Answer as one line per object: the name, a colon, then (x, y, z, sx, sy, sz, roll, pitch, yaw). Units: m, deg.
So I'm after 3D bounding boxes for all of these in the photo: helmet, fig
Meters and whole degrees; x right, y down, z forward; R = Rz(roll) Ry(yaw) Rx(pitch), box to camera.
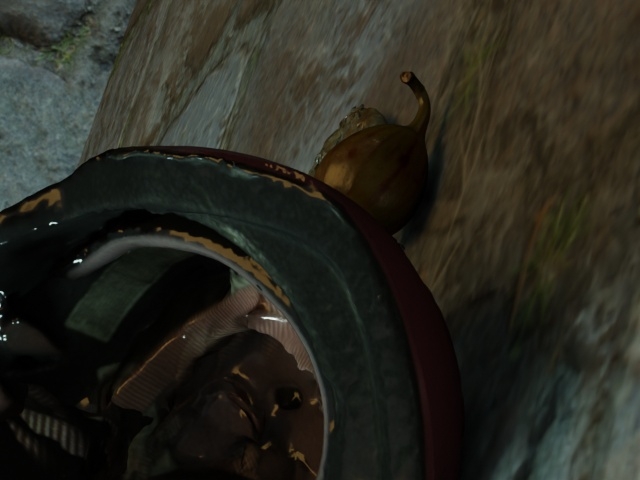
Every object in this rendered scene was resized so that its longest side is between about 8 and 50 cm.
helmet: (-0.034, 0.064, 0.638, 0.253, 0.154, 0.198, -12, 85, 34)
fig: (0.030, -0.039, 0.785, 0.083, 0.050, 0.050, -62, 10, -21)

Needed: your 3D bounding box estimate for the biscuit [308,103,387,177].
biscuit: (0.000, 0.000, 0.900, 0.152, 0.020, 0.152, -61, 14, 27)
